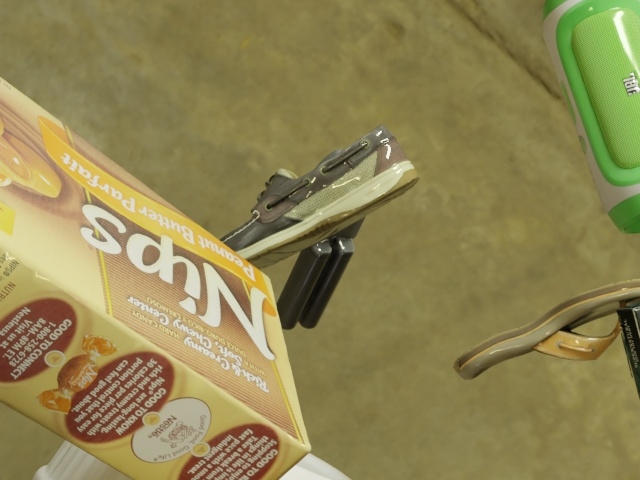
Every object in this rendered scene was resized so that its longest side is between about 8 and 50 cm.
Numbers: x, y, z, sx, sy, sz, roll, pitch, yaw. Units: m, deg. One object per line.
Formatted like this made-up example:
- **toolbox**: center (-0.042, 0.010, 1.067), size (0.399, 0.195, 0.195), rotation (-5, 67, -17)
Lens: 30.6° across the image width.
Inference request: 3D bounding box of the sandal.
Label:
- **sandal**: center (0.192, 0.078, 0.921), size (0.049, 0.180, 0.072), rotation (68, 16, 16)

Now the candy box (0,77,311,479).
- **candy box**: center (-0.153, 0.014, 0.677), size (0.316, 0.087, 0.183), rotation (39, 18, -29)

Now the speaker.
- **speaker**: center (0.360, -0.164, 1.392), size (0.131, 0.131, 0.296), rotation (-6, 72, -30)

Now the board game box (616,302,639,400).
- **board game box**: center (0.322, 0.089, 0.889), size (0.186, 0.026, 0.126), rotation (-14, 89, -20)

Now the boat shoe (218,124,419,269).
- **boat shoe**: center (-0.020, -0.034, 1.084), size (0.073, 0.223, 0.080), rotation (66, 12, 8)

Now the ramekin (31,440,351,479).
- **ramekin**: center (-0.092, 0.210, 0.963), size (0.273, 0.273, 0.127), rotation (29, 84, -15)

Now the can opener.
- **can opener**: center (0.000, 0.000, 1.648), size (0.076, 0.283, 0.095), rotation (-1, 43, -32)
